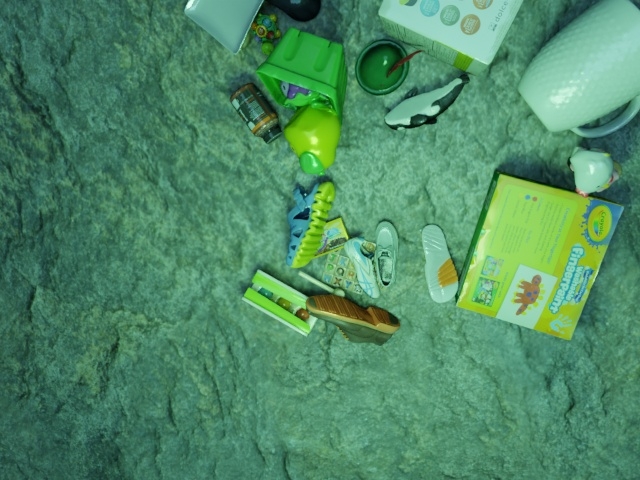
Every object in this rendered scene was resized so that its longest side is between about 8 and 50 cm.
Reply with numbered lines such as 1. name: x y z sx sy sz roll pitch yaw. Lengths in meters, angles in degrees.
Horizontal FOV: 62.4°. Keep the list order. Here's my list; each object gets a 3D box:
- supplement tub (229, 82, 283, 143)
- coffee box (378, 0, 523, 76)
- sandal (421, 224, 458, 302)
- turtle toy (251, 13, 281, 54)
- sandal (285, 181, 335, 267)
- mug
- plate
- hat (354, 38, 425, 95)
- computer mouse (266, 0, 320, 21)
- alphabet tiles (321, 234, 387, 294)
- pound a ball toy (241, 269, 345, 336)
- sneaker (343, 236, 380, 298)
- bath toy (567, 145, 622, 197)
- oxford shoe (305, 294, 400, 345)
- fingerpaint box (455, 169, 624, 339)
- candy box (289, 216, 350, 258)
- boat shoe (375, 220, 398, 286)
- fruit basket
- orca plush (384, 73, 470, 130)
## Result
1. supplement tub: -0.212 -0.426 1.789 0.106 0.106 0.198 -35 93 16
2. coffee box: 0.389 -0.700 1.484 0.334 0.338 0.338 27 106 5
3. sandal: 0.401 0.079 1.801 0.101 0.076 0.266 -8 80 1
4. turtle toy: -0.183 -0.680 1.741 0.095 0.066 0.130 -6 120 18
5. sandal: -0.057 -0.061 1.819 0.138 0.126 0.318 17 85 23
6. mug: 0.781 -0.449 1.520 0.328 0.276 0.374 -37 123 24
7. plate: -0.291 -0.794 1.717 0.277 0.045 0.278 43 115 18
8. hat: 0.192 -0.554 1.637 0.173 0.183 0.208 46 107 -1
9. computer mouse: -0.129 -0.804 1.705 0.272 0.072 0.189 28 106 4
10. alphabet tiles: 0.137 0.092 1.885 0.237 0.009 0.199 18 105 8
11. pound a ball toy: -0.095 0.204 1.912 0.319 0.136 0.208 28 81 4
12. sneaker: 0.159 0.097 1.824 0.086 0.085 0.237 -20 107 18
13. bath toy: 0.783 -0.197 1.514 0.151 0.348 0.129 14 106 24
14. oxford shoe: 0.098 0.289 1.819 0.363 0.130 0.133 20 114 -21
15. fingerpaint box: 0.674 0.040 1.684 0.370 0.163 0.445 16 105 9
16. candy box: 0.000 0.000 1.877 0.205 0.027 0.105 -21 92 18
17. boat shoe: 0.228 0.050 1.809 0.079 0.081 0.228 -2 102 12
18. fruit basket: -0.046 -0.402 1.625 0.282 0.392 0.393 22 106 6
19. orca plush: 0.353 -0.428 1.703 0.287 0.102 0.151 -38 48 7
